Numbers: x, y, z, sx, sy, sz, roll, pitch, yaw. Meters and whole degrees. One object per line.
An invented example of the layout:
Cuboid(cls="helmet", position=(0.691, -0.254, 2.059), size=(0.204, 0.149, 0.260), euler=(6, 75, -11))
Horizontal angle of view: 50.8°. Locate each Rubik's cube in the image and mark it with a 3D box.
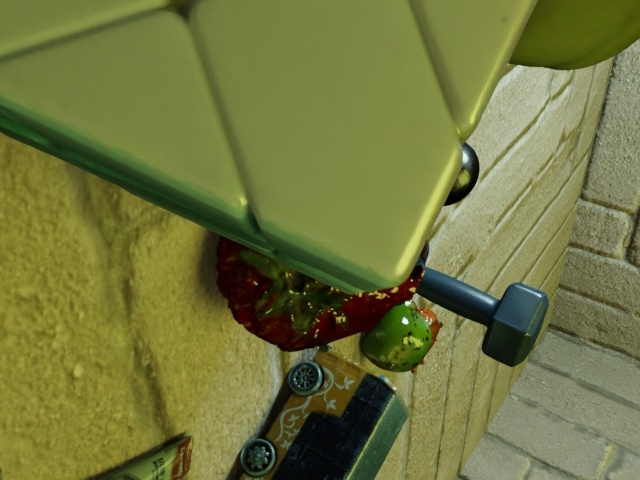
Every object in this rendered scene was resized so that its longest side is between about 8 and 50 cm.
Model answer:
Cuboid(cls="Rubik's cube", position=(-0.038, -0.164, 0.473), size=(0.316, 0.322, 0.318), euler=(93, 23, -84))

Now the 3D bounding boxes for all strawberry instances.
Cuboid(cls="strawberry", position=(0.000, 0.000, 0.882), size=(0.220, 0.274, 0.274), euler=(-100, -161, -69))
Cuboid(cls="strawberry", position=(0.209, 0.225, 1.541), size=(0.121, 0.082, 0.188), euler=(-33, 149, -26))

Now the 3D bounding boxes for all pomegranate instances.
Cuboid(cls="pomegranate", position=(0.172, 0.194, 1.394), size=(0.169, 0.122, 0.143), euler=(-47, 125, -29))

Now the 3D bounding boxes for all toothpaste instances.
Cuboid(cls="toothpaste", position=(-0.242, 0.306, 0.848), size=(0.239, 0.039, 0.062), euler=(-5, 107, -61))

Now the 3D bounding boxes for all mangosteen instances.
Cuboid(cls="mangosteen", position=(0.226, -0.139, 1.270), size=(0.151, 0.137, 0.137), euler=(44, 67, -24))

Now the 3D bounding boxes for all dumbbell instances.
Cuboid(cls="dumbbell", position=(0.248, 0.101, 1.246), size=(0.160, 0.325, 0.144), euler=(-56, 157, -22))

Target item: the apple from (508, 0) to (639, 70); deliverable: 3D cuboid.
Cuboid(cls="apple", position=(0.300, -0.450, 0.847), size=(0.474, 0.474, 0.473), euler=(-39, 141, -42))

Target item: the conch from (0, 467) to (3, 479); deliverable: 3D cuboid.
Cuboid(cls="conch", position=(-0.334, 0.146, 0.417), size=(0.186, 0.241, 0.313), euler=(50, 35, -24))

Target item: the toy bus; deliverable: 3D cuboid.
Cuboid(cls="toy bus", position=(-0.001, 0.362, 1.139), size=(0.323, 0.194, 0.162), euler=(-58, 151, -19))
